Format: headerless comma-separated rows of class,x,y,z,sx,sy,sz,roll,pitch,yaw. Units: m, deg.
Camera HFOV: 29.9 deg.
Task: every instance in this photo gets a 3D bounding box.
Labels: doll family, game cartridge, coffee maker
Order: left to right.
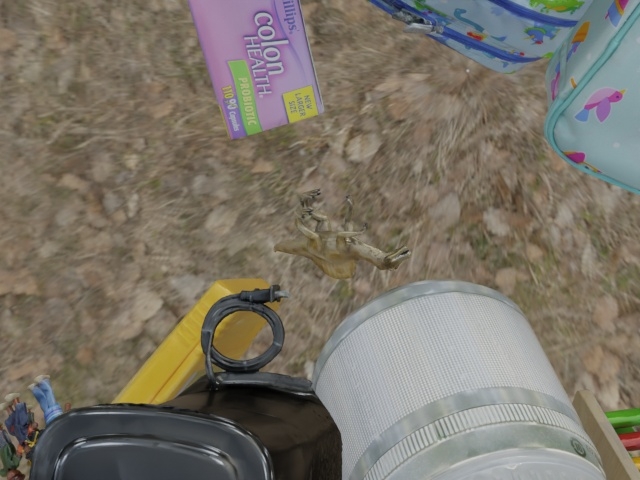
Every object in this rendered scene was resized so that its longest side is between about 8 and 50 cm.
doll family,-0.385,0.266,1.616,0.111,0.076,0.193,63,145,23
game cartridge,-0.171,0.178,1.344,0.052,0.285,0.324,42,94,7
coffee maker,-0.060,0.110,0.556,0.120,0.178,0.171,-20,81,8

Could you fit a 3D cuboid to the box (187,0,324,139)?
box,-0.095,-0.282,1.387,0.117,0.243,0.213,-17,136,-3

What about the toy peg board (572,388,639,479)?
toy peg board,0.339,0.276,1.359,0.079,0.161,0.161,-5,130,-16

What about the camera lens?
camera lens,0.120,0.185,1.056,0.219,0.274,0.219,-8,129,-10

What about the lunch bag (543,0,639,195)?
lunch bag,0.323,-0.144,0.926,0.224,0.108,0.279,25,136,-10

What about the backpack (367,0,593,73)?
backpack,0.164,-0.344,1.290,0.355,0.290,0.273,17,137,1

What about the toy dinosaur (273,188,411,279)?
toy dinosaur,0.000,0.000,1.226,0.183,0.053,0.093,5,125,37
